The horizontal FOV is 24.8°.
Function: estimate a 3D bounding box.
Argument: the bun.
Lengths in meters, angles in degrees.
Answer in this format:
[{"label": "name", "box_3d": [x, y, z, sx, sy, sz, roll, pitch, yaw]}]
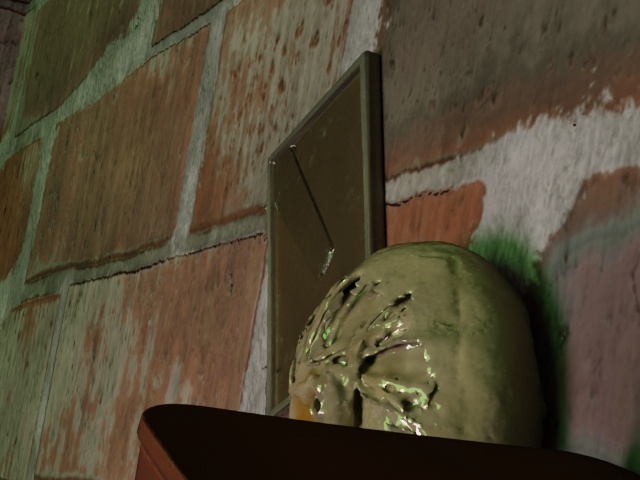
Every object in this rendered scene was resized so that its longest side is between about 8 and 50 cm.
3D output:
[{"label": "bun", "box_3d": [0.048, 0.132, 1.111, 0.287, 0.146, 0.287, -48, 34, 48]}]

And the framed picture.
[{"label": "framed picture", "box_3d": [0.000, 0.000, 1.442, 0.232, 0.024, 0.315, -43, 41, 52]}]

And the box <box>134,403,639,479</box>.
[{"label": "box", "box_3d": [0.058, 0.249, 0.792, 0.239, 0.339, 0.230, -150, 72, -66]}]
